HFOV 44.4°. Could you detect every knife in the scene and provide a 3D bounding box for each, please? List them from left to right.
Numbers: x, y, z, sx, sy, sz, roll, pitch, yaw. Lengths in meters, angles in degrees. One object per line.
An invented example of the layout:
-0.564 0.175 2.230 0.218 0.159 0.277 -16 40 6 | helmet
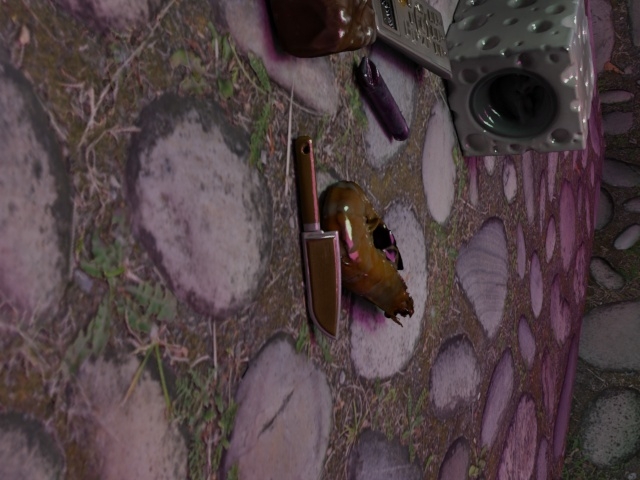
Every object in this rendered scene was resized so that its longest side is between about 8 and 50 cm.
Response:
0.000 0.000 0.955 0.022 0.046 0.256 -156 -121 -74 | knife

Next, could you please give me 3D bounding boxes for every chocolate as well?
0.004 -0.326 0.912 0.148 0.093 0.214 -37 122 -60 | chocolate

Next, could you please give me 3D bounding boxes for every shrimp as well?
0.072 0.020 1.091 0.287 0.063 0.152 47 37 -52 | shrimp

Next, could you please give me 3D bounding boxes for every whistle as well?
0.094 -0.204 1.159 0.176 0.033 0.033 49 47 -54 | whistle

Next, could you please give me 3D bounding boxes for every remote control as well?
0.131 -0.330 1.220 0.313 0.055 0.109 4 76 -60 | remote control

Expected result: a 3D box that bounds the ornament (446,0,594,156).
0.390 -0.331 1.527 0.240 0.239 0.240 65 35 -40 | ornament
